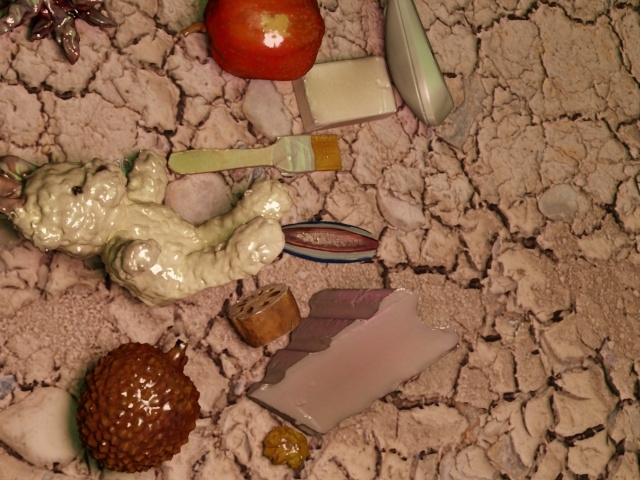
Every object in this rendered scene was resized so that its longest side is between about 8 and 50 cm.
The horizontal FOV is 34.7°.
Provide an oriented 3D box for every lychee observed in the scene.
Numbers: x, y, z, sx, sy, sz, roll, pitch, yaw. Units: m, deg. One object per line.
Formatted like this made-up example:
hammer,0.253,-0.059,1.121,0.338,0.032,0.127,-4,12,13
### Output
lychee,-0.287,0.261,1.651,0.200,0.200,0.238,39,81,-11

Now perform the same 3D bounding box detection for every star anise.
star anise,-0.470,-0.441,1.749,0.212,0.129,0.282,-19,83,-7

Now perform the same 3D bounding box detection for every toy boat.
toy boat,0.000,0.000,1.895,0.229,0.046,0.080,7,81,-23

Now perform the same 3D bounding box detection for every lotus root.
lotus root,-0.095,0.132,1.791,0.122,0.112,0.081,-31,100,-25

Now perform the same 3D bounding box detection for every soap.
soap,0.047,-0.282,1.953,0.183,0.064,0.121,-12,86,-23
soap,0.049,0.215,1.743,0.159,0.302,0.258,46,67,-17

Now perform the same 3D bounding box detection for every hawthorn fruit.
hawthorn fruit,-0.122,-0.382,1.836,0.253,0.205,0.205,-4,82,-18

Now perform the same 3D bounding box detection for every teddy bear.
teddy bear,-0.299,-0.069,1.645,0.362,0.375,0.327,52,23,-25

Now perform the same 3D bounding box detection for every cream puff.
cream puff,-0.057,0.361,1.794,0.083,0.058,0.083,-40,95,-27

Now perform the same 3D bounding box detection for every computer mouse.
computer mouse,0.174,-0.354,1.982,0.097,0.159,0.288,-23,84,13

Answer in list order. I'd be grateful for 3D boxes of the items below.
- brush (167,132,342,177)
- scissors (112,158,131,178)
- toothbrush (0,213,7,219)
brush,-0.119,-0.153,1.886,0.336,0.020,0.085,-5,83,-22
scissors,-0.344,-0.102,1.792,0.036,0.006,0.083,-8,84,-21
toothbrush,-0.592,-0.036,1.673,0.162,0.017,0.014,-2,80,-23
